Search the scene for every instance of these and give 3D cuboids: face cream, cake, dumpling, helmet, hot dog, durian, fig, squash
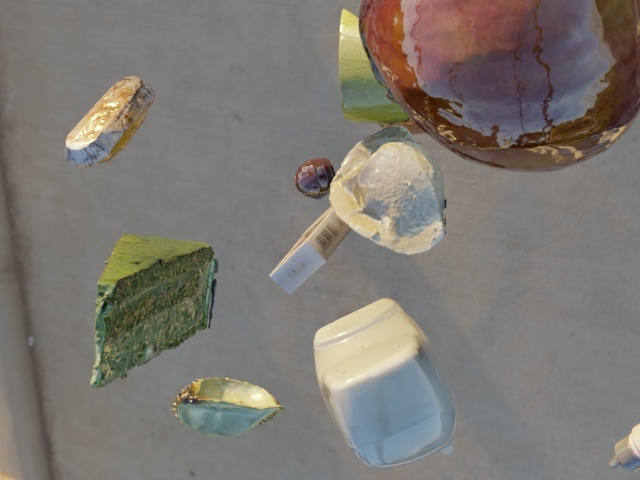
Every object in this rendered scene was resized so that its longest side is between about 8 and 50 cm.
[{"bbox_3d":[0.741,0.413,1.757,0.092,0.092,0.311,45,125,6],"label":"face cream"},{"bbox_3d":[-0.181,0.057,0.749,0.099,0.235,0.100,9,100,11],"label":"cake"},{"bbox_3d":[0.129,-0.099,1.587,0.227,0.243,0.175,-13,116,-2],"label":"dumpling"},{"bbox_3d":[-0.022,-0.147,1.970,0.123,0.070,0.098,-25,81,42],"label":"helmet"},{"bbox_3d":[-0.437,-0.252,1.725,0.131,0.252,0.069,14,147,28],"label":"hot dog"},{"bbox_3d":[-0.214,0.372,1.882,0.252,0.144,0.139,18,151,-9],"label":"durian"},{"bbox_3d":[0.116,-0.136,0.520,0.205,0.205,0.205,11,114,25],"label":"fig"},{"bbox_3d":[0.113,-0.311,1.613,0.155,0.204,0.237,-2,135,8],"label":"squash"}]

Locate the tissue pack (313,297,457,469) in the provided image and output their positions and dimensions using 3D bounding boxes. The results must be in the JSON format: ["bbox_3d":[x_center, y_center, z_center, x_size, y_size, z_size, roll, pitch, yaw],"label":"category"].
[{"bbox_3d":[0.122,0.276,1.538,0.229,0.333,0.236,-25,105,0],"label":"tissue pack"}]

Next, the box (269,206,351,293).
[{"bbox_3d":[0.001,-0.001,1.771,0.067,0.233,0.149,46,131,-5],"label":"box"}]

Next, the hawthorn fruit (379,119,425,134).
[{"bbox_3d":[0.228,-0.344,1.890,0.262,0.210,0.210,17,119,49],"label":"hawthorn fruit"}]
